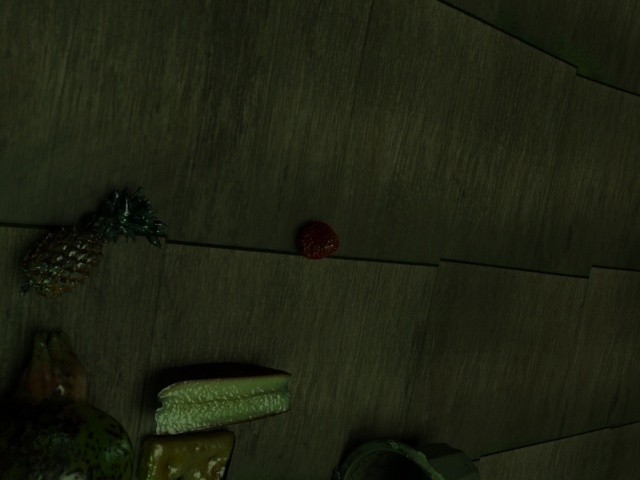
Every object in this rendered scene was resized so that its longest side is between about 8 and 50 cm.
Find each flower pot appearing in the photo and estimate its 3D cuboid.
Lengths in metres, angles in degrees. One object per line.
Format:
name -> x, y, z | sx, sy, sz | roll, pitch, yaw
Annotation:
flower pot -> 0.202, 0.543, 1.451 | 0.259, 0.290, 0.290 | 8, 96, -53

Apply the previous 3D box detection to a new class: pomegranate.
pomegranate -> -0.383, 0.276, 0.960 | 0.222, 0.276, 0.204 | 15, 131, -46

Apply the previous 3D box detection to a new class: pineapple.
pineapple -> -0.323, 0.010, 0.977 | 0.221, 0.103, 0.083 | -39, 157, -26

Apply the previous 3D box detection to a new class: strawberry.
strawberry -> 0.000, 0.000, 1.247 | 0.073, 0.083, 0.073 | 1, 89, -29

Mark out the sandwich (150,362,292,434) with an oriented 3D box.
sandwich -> -0.174, 0.260, 1.165 | 0.258, 0.096, 0.094 | 3, 93, -38

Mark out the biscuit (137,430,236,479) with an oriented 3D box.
biscuit -> -0.234, 0.409, 1.190 | 0.183, 0.039, 0.174 | 13, 95, -40
